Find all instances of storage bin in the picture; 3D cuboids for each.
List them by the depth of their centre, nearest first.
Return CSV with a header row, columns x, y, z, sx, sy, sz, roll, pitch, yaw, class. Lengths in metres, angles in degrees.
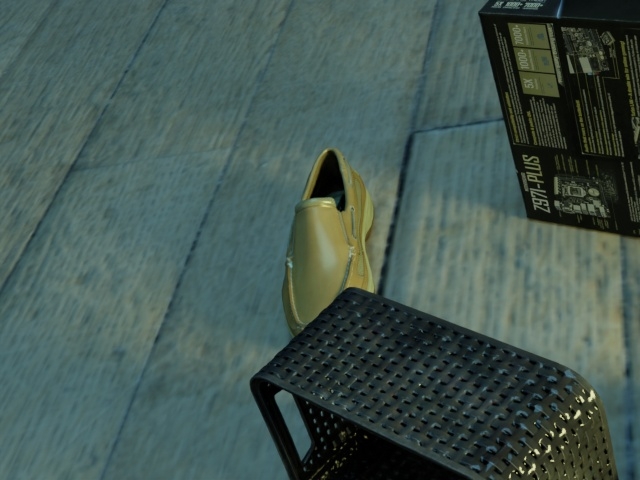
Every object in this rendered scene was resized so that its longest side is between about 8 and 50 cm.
x,y,z,sx,sy,sz,roll,pitch,yaw,class
0.062,0.114,0.643,0.180,0.122,0.084,20,51,42,storage bin

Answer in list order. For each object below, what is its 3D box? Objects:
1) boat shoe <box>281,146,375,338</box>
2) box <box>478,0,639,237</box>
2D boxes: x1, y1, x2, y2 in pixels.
x,y,z,sx,sy,sz,roll,pitch,yaw,class
0.000,0.000,0.868,0.068,0.072,0.190,-12,36,11,boat shoe
0.205,-0.094,0.805,0.147,0.180,0.077,11,46,37,box
